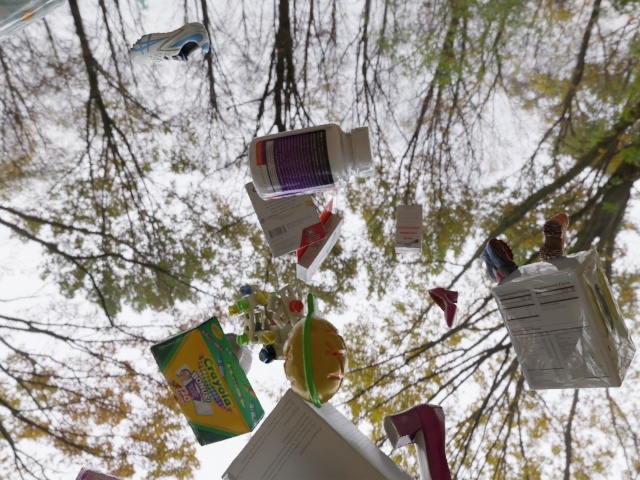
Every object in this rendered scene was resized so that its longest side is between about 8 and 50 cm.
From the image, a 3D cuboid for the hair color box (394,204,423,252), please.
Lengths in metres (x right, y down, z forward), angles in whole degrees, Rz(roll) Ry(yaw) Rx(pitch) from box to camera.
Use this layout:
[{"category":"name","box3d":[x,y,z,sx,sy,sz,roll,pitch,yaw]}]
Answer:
[{"category":"hair color box","box3d":[0.314,-0.042,1.548,0.093,0.053,0.167,2,-115,15]}]

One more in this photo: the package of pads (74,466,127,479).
[{"category":"package of pads","box3d":[-0.241,0.291,0.506,0.083,0.050,0.032,36,-128,-24]}]

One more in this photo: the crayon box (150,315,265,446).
[{"category":"crayon box","box3d":[-0.273,0.343,1.063,0.165,0.279,0.081,-25,-177,23]}]

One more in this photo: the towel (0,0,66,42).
[{"category":"towel","box3d":[-0.545,-0.327,0.537,0.374,0.090,0.321,34,-111,12]}]

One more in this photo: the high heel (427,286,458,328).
[{"category":"high heel","box3d":[0.445,0.244,1.613,0.117,0.082,0.244,3,-151,18]}]

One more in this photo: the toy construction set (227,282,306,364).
[{"category":"toy construction set","box3d":[-0.111,0.202,1.106,0.151,0.215,0.327,-7,174,-32]}]

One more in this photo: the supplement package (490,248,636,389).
[{"category":"supplement package","box3d":[0.582,0.189,1.047,0.199,0.263,0.198,-19,177,-44]}]

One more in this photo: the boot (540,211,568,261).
[{"category":"boot","box3d":[0.656,-0.001,1.212,0.059,0.158,0.084,18,-142,38]}]

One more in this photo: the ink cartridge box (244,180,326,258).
[{"category":"ink cartridge box","box3d":[-0.079,-0.067,0.973,0.127,0.175,0.072,-22,-169,-5]}]

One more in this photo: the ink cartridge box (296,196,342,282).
[{"category":"ink cartridge box","box3d":[0.000,0.000,1.713,0.060,0.239,0.275,28,-118,13]}]

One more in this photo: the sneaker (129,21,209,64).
[{"category":"sneaker","box3d":[-0.420,-0.527,1.206,0.237,0.086,0.085,-13,178,12]}]

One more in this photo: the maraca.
[{"category":"maraca","box3d":[-0.007,0.167,0.684,0.099,0.127,0.186,-7,-141,6]}]

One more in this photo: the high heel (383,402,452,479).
[{"category":"high heel","box3d":[0.306,0.554,1.025,0.181,0.127,0.377,-4,-136,-23]}]

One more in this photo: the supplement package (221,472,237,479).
[{"category":"supplement package","box3d":[-0.123,0.464,0.507,0.262,0.145,0.204,-42,-82,-29]}]

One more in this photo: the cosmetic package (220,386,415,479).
[{"category":"cosmetic package","box3d":[0.038,0.472,0.791,0.385,0.156,0.217,38,-93,21]}]

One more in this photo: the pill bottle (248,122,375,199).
[{"category":"pill bottle","box3d":[-0.011,-0.132,0.720,0.193,0.108,0.108,-8,-143,11]}]

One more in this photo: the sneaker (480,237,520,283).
[{"category":"sneaker","box3d":[0.538,0.103,1.264,0.083,0.087,0.221,-6,-120,-19]}]

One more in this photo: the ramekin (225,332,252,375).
[{"category":"ramekin","box3d":[-0.363,0.474,1.700,0.207,0.109,0.207,-22,-144,18]}]
